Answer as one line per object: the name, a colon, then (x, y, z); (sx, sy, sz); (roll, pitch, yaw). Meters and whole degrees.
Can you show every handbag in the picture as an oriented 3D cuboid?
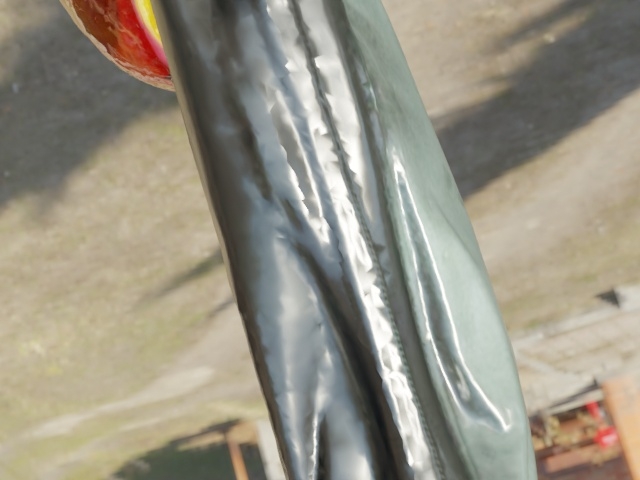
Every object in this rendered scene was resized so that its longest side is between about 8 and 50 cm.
handbag: (0.001, 0.003, 0.411); (0.075, 0.332, 0.191); (-20, -177, -6)

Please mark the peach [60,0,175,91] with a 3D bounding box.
peach: (-0.057, -0.187, 0.761); (0.196, 0.226, 0.189); (6, 136, -5)
